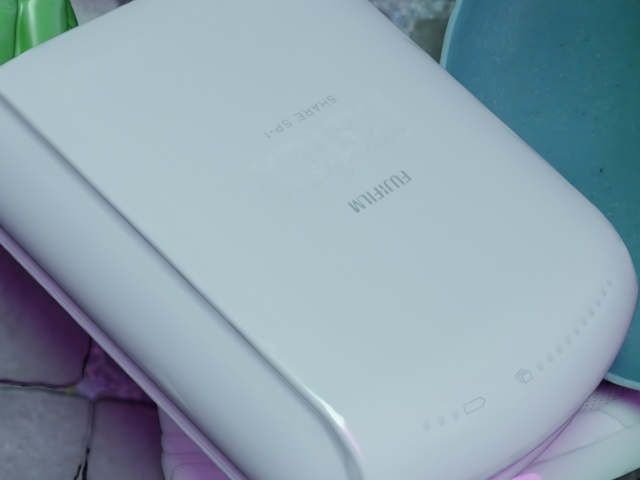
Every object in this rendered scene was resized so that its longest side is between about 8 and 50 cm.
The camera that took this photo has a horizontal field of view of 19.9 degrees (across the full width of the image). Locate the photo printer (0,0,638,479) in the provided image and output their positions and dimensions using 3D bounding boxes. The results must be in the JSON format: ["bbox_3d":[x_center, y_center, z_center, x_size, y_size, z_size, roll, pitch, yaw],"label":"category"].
[{"bbox_3d":[0.000,0.000,0.929,0.307,0.107,0.256,44,47,16],"label":"photo printer"}]

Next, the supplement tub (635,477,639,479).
[{"bbox_3d":[0.278,0.163,0.945,0.272,0.191,0.191,-32,90,-14],"label":"supplement tub"}]

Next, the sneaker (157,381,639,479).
[{"bbox_3d":[0.048,0.076,1.025,0.292,0.108,0.169,-11,89,-12],"label":"sneaker"}]

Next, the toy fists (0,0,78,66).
[{"bbox_3d":[-0.260,-0.146,0.955,0.279,0.142,0.096,21,116,-10],"label":"toy fists"}]

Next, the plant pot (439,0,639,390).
[{"bbox_3d":[0.238,-0.075,1.023,0.195,0.290,0.290,-14,85,-49],"label":"plant pot"}]
